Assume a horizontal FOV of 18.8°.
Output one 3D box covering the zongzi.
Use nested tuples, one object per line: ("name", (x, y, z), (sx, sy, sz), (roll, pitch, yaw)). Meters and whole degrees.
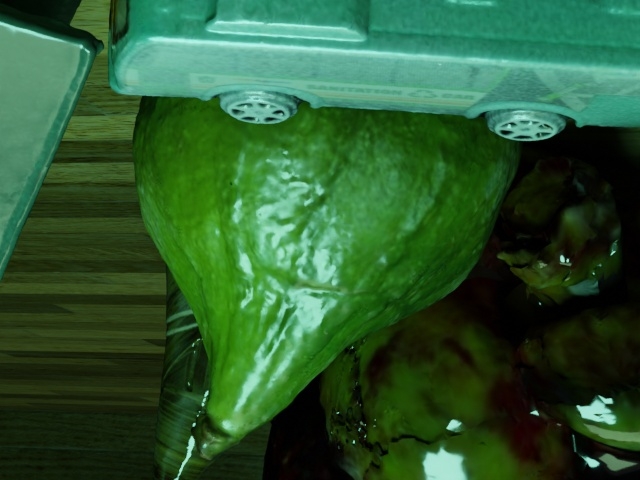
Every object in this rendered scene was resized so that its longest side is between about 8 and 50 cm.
("zongzi", (-0.007, 0.092, 1.434), (0.247, 0.241, 0.111), (9, 173, -27))

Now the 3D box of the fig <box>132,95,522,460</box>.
("fig", (0.000, 0.000, 0.979), (0.203, 0.235, 0.203), (6, 165, 1))

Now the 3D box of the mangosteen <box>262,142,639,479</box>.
("mangosteen", (0.152, 0.130, 1.275), (0.380, 0.421, 0.381), (7, -165, -2))

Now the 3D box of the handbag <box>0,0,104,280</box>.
("handbag", (-0.282, -0.072, 0.856), (0.326, 0.089, 0.238), (11, 141, -21))

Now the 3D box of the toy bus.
("toy bus", (0.038, -0.099, 0.829), (0.261, 0.091, 0.109), (2, 169, -2))
